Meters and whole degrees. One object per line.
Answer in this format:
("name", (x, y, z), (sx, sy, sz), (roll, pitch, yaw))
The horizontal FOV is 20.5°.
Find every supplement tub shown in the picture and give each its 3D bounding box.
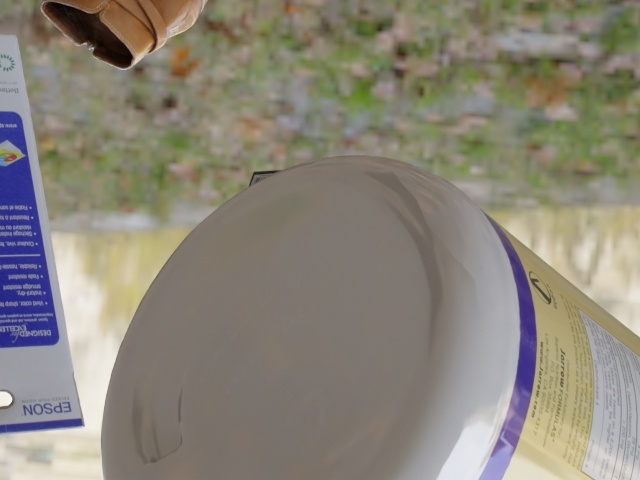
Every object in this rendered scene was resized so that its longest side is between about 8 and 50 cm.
("supplement tub", (0.075, 0.127, 0.930), (0.241, 0.241, 0.331), (-2, 153, 42))

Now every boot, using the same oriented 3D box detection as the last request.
("boot", (-0.188, -0.229, 1.442), (0.197, 0.152, 0.073), (29, 139, 10))

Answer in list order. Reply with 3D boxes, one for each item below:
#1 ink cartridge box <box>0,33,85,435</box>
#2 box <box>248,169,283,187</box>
("ink cartridge box", (-0.288, -0.001, 1.331), (0.165, 0.332, 0.065), (0, 156, -30))
("box", (0.000, 0.000, 1.022), (0.062, 0.052, 0.083), (-1, 151, 42))
